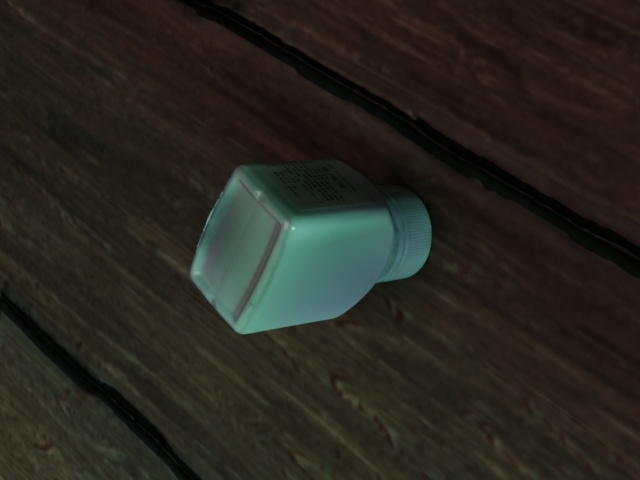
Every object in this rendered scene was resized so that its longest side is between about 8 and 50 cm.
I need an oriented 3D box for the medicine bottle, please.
[{"bbox_3d":[0.000,0.000,0.700,0.055,0.118,0.074,45,125,33],"label":"medicine bottle"}]
